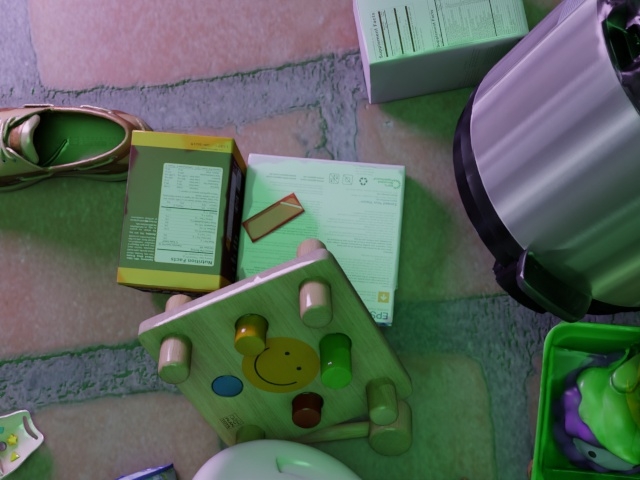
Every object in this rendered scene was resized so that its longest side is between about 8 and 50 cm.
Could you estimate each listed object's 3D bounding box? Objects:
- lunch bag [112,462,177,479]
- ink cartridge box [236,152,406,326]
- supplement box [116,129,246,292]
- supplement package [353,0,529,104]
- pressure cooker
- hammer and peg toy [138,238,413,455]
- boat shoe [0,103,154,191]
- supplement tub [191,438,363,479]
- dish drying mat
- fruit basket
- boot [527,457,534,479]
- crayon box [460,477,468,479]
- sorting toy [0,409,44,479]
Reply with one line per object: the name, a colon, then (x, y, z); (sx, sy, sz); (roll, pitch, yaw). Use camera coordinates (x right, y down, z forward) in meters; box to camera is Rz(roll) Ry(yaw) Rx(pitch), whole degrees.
lunch bag: (-0.232, 0.368, 1.320); (0.096, 0.151, 0.129); (-16, 84, 1)
ink cartridge box: (0.000, 0.000, 1.396); (0.223, 0.045, 0.224); (6, 84, 3)
supplement box: (-0.177, -0.027, 1.337); (0.129, 0.191, 0.194); (5, 84, 1)
supplement package: (0.151, -0.291, 1.344); (0.203, 0.194, 0.149); (-10, 82, 2)
pressure cooker: (0.365, -0.117, 1.194); (0.369, 0.420, 0.376); (-9, 70, -32)
hammer and peg toy: (-0.031, 0.186, 1.253); (0.266, 0.127, 0.361); (-22, 126, 13)
boat shoe: (-0.395, -0.139, 1.399); (0.324, 0.120, 0.123); (-5, 83, 3)
supplement tub: (-0.077, 0.427, 1.199); (0.241, 0.241, 0.331); (24, 123, 6)
dish drying mat: (-0.064, -0.032, 1.374); (0.083, 0.008, 0.032); (-31, 84, -1)
fruit basket: (0.438, 0.210, 1.170); (0.392, 0.392, 0.283); (4, 101, 4)
boot: (0.353, 0.348, 1.280); (0.197, 0.152, 0.073); (28, 102, 6)
crayon box: (0.202, 0.548, 1.297); (0.313, 0.106, 0.363); (37, 88, 8)
sorting toy: (-0.425, 0.274, 1.399); (0.075, 0.045, 0.083); (-31, 83, -7)
